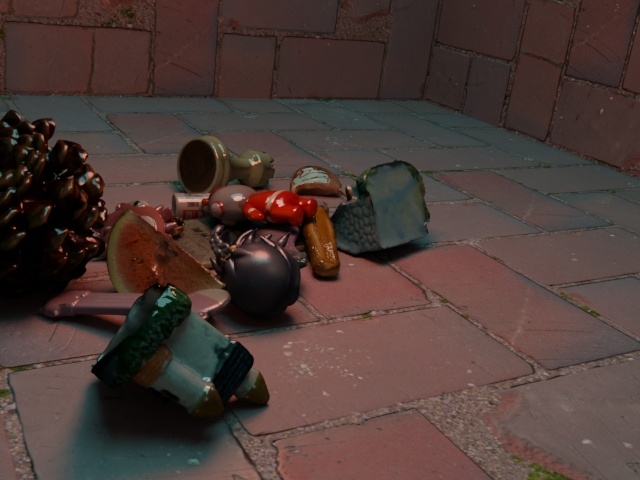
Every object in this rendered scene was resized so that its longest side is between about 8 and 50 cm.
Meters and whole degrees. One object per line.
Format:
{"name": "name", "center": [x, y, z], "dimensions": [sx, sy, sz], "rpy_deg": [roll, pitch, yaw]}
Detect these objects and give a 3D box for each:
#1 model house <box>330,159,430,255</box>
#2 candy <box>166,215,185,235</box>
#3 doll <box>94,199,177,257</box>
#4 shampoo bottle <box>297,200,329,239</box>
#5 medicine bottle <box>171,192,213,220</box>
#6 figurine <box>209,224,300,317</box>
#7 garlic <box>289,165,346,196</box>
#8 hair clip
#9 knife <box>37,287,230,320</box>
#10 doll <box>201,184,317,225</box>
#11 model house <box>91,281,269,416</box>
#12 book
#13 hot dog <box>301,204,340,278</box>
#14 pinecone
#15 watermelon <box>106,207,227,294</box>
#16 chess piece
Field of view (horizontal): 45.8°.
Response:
{"name": "model house", "center": [0.135, -0.082, 2.111], "dimensions": [0.241, 0.226, 0.261], "rpy_deg": [-15, 0, 43]}
{"name": "candy", "center": [-0.432, -0.038, 1.918], "dimensions": [0.184, 0.049, 0.056], "rpy_deg": [1, 37, 8]}
{"name": "doll", "center": [-0.451, -0.014, 1.831], "dimensions": [0.211, 0.093, 0.262], "rpy_deg": [-18, 43, -8]}
{"name": "shampoo bottle", "center": [-0.034, -0.054, 2.140], "dimensions": [0.072, 0.072, 0.214], "rpy_deg": [12, 21, 13]}
{"name": "medicine bottle", "center": [-0.343, -0.095, 2.125], "dimensions": [0.140, 0.079, 0.079], "rpy_deg": [-1, 22, -23]}
{"name": "figurine", "center": [-0.155, 0.064, 1.651], "dimensions": [0.265, 0.175, 0.197], "rpy_deg": [17, 12, 42]}
{"name": "garlic", "center": [-0.002, -0.180, 2.485], "dimensions": [0.198, 0.091, 0.129], "rpy_deg": [11, 35, -8]}
{"name": "hair clip", "center": [-0.102, 0.015, 1.877], "dimensions": [0.095, 0.110, 0.359], "rpy_deg": [47, 8, -27]}
{"name": "knife", "center": [-0.369, 0.129, 1.491], "dimensions": [0.398, 0.038, 0.132], "rpy_deg": [0, 20, 18]}
{"name": "doll", "center": [-0.179, -0.088, 2.003], "dimensions": [0.336, 0.106, 0.199], "rpy_deg": [7, 22, 27]}
{"name": "model house", "center": [-0.214, 0.215, 1.266], "dimensions": [0.291, 0.185, 0.253], "rpy_deg": [34, -21, -13]}
{"name": "book", "center": [-0.263, -0.001, 1.972], "dimensions": [0.379, 0.031, 0.264], "rpy_deg": [-11, 29, -39]}
{"name": "hot dog", "center": [-0.001, 0.000, 1.952], "dimensions": [0.083, 0.068, 0.289], "rpy_deg": [0, 36, -8]}
{"name": "pinecone", "center": [-0.633, -0.061, 1.591], "dimensions": [0.397, 0.398, 0.398], "rpy_deg": [6, 21, -2]}
{"name": "watermelon", "center": [-0.327, 0.081, 1.607], "dimensions": [0.303, 0.159, 0.128], "rpy_deg": [34, 1, 24]}
{"name": "chess piece", "center": [-0.282, -0.227, 2.380], "dimensions": [0.194, 0.195, 0.299], "rpy_deg": [22, 16, 34]}
